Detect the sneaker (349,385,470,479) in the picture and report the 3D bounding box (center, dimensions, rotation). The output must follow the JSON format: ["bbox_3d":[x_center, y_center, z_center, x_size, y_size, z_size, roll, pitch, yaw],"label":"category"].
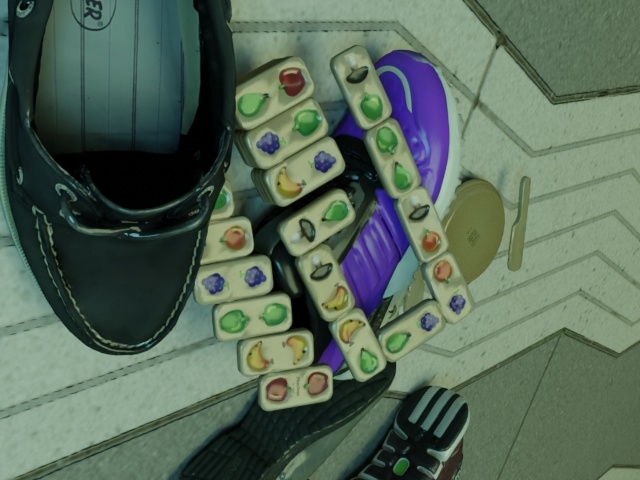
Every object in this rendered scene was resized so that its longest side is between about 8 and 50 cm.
[{"bbox_3d":[0.096,0.321,0.973,0.281,0.106,0.162,-47,145,-19],"label":"sneaker"}]

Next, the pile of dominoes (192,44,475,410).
[{"bbox_3d":[0.000,0.000,0.579,0.196,0.040,0.251,-32,110,-15],"label":"pile of dominoes"}]

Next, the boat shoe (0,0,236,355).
[{"bbox_3d":[-0.104,-0.058,0.438,0.127,0.113,0.340,-1,120,-24],"label":"boat shoe"}]

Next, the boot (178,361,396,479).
[{"bbox_3d":[-0.026,0.209,0.788,0.246,0.083,0.161,-38,145,-20],"label":"boot"}]

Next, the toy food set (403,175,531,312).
[{"bbox_3d":[0.151,-0.004,0.882,0.192,0.038,0.132,-15,118,-38],"label":"toy food set"}]

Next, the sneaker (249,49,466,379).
[{"bbox_3d":[0.012,-0.012,0.651,0.146,0.102,0.293,3,110,-44],"label":"sneaker"}]
